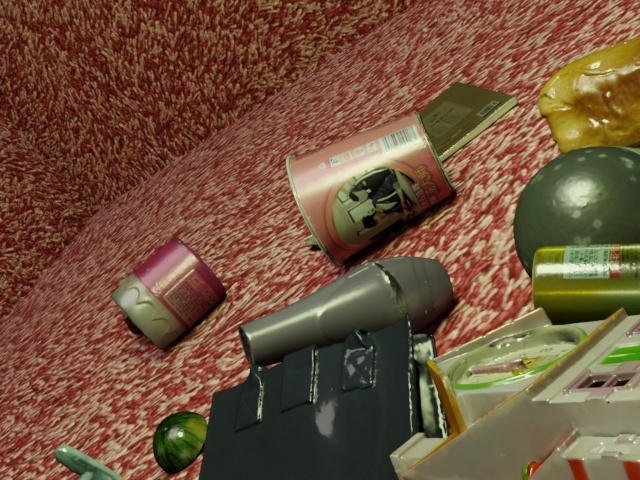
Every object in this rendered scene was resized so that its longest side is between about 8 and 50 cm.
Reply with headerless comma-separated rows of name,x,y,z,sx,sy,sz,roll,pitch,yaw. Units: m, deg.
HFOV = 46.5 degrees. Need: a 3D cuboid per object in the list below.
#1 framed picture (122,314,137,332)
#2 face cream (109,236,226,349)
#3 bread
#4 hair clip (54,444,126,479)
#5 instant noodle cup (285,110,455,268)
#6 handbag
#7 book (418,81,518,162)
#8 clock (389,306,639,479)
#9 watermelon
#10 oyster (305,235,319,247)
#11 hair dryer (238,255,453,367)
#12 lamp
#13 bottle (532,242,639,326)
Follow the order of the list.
framed picture,-0.416,0.158,1.799,0.136,0.010,0.201,-45,-5,-17
face cream,-0.332,0.117,1.635,0.195,0.175,0.175,-44,21,-13
bread,0.464,-0.206,0.958,0.344,0.148,0.195,-23,-17,35
hair clip,-0.301,0.420,0.815,0.318,0.392,0.238,-57,12,-3
instant noodle cup,0.097,-0.104,1.355,0.255,0.244,0.244,-25,23,11
handbag,0.000,0.231,0.885,0.326,0.118,0.269,-24,44,30
book,0.275,-0.258,1.620,0.217,0.021,0.310,-39,21,2
clock,0.207,0.152,0.622,0.235,0.166,0.309,-24,3,-40
watermelon,-0.236,0.321,1.214,0.105,0.062,0.105,-32,30,22
oyster,0.002,-0.001,1.544,0.054,0.019,0.083,-49,21,-28
hair dryer,0.005,0.117,1.144,0.301,0.121,0.361,-17,-3,-17
lamp,0.359,-0.027,0.870,0.314,0.182,0.182,-14,3,-37
bottle,0.345,0.040,0.679,0.286,0.082,0.082,-3,36,26
